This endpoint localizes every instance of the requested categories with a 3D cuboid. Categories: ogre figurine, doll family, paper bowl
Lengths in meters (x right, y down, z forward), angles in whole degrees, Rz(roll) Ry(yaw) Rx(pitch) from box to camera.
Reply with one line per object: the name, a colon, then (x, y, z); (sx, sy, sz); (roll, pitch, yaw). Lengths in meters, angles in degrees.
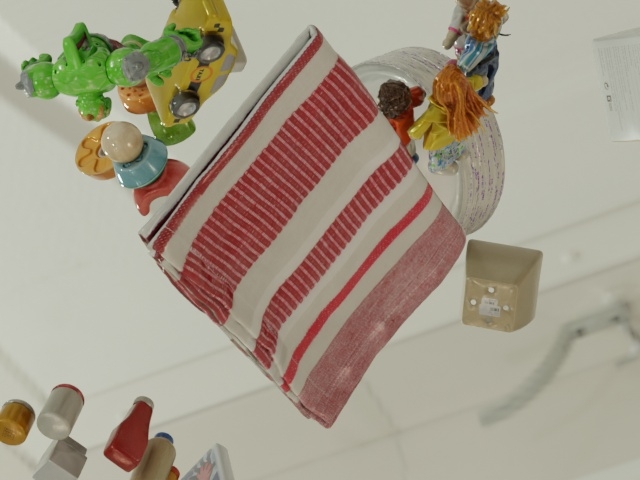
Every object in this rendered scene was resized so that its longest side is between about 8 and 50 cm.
ogre figurine: (-0.232, -0.179, 1.598); (0.118, 0.197, 0.097); (-54, -27, -67)
doll family: (0.154, -0.175, 1.661); (0.263, 0.118, 0.163); (-57, -19, -27)
paper bowl: (0.111, -0.118, 2.181); (0.148, 0.284, 0.284); (-24, -84, -35)

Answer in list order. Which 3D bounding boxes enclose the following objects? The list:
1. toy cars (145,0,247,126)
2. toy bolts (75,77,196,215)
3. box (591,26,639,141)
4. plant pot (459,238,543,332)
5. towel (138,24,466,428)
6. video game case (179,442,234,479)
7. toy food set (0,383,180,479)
toy cars: (-0.130, -0.321, 1.755); (0.176, 0.087, 0.394); (21, 113, 57)
toy bolts: (-0.293, -0.158, 2.293); (0.158, 0.218, 0.228); (52, -161, -47)
box: (0.601, -0.252, 2.320); (0.345, 0.215, 0.168); (6, 110, 65)
plant pot: (0.246, 0.072, 2.183); (0.096, 0.109, 0.109); (-51, -32, -64)
towel: (0.000, 0.000, 1.353); (0.037, 0.237, 0.329); (28, 165, 40)
video game case: (-0.163, 0.365, 1.865); (0.023, 0.183, 0.201); (36, -164, -27)
toy food set: (-0.244, 0.226, 1.747); (0.232, 0.111, 0.104); (36, -146, -13)
